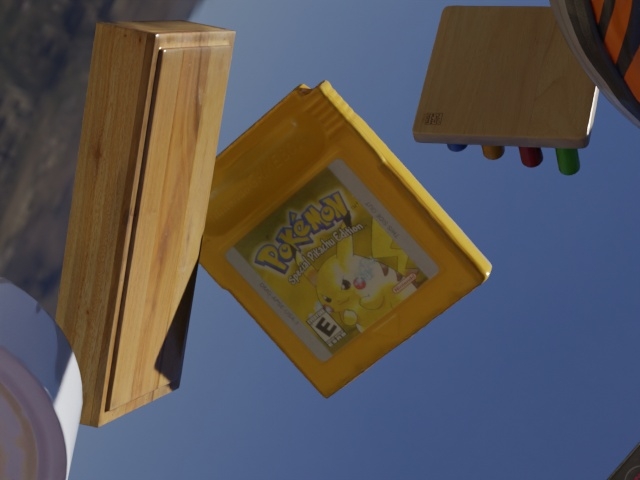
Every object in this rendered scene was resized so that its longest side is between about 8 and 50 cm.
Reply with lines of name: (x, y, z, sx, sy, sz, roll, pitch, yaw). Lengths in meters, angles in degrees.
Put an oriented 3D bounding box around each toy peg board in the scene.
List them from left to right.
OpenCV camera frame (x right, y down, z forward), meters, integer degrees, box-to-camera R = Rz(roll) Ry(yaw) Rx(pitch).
toy peg board: (0.184, -0.134, 1.602, 0.079, 0.161, 0.161, 69, 30, -50)

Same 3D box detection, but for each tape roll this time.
tape roll: (-0.352, 0.152, 1.486, 0.286, 0.286, 0.100, -60, -167, 26)

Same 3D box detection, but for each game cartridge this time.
game cartridge: (0.000, 0.000, 2.094, 0.285, 0.323, 0.052, -39, -172, 27)

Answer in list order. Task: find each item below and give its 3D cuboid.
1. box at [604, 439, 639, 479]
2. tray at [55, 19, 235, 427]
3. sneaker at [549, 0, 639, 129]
box: (0.426, 0.221, 1.792, 0.270, 0.143, 0.165, -33, 160, -40)
tray: (-0.189, -0.024, 1.825, 0.203, 0.076, 0.410, -21, 121, -68)
sneaker: (0.193, -0.171, 0.776, 0.125, 0.321, 0.180, -30, -149, -23)
